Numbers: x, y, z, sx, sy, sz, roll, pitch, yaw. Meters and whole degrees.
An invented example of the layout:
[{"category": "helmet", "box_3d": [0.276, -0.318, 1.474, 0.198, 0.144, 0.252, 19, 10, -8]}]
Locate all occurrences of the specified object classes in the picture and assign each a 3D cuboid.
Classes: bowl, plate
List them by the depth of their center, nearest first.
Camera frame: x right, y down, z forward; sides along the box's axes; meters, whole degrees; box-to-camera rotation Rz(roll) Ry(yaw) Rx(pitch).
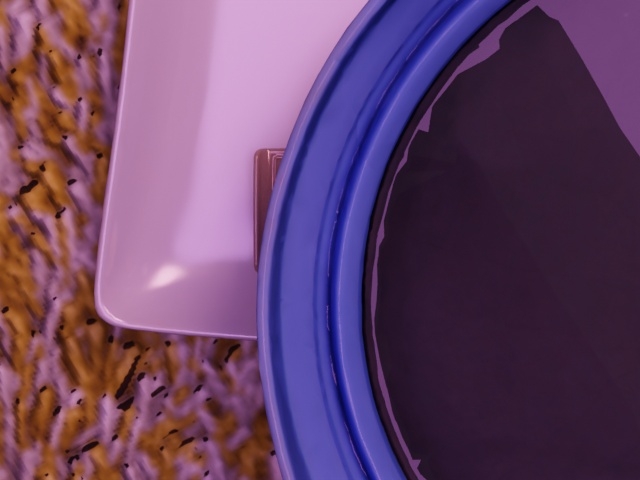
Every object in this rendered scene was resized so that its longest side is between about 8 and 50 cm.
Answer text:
[{"category": "bowl", "box_3d": [0.170, 0.035, 0.478, 0.391, 0.077, 0.391, 2, 98, 14]}, {"category": "plate", "box_3d": [0.046, -0.083, 0.582, 0.277, 0.045, 0.278, 6, 95, -1]}]

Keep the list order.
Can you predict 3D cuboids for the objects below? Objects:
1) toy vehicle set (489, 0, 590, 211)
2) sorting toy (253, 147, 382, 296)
[{"category": "toy vehicle set", "box_3d": [0.227, -0.080, 0.532, 0.266, 0.035, 0.166, -30, 92, 6]}, {"category": "sorting toy", "box_3d": [0.000, 0.000, 0.560, 0.062, 0.012, 0.083, 0, 92, -6]}]
